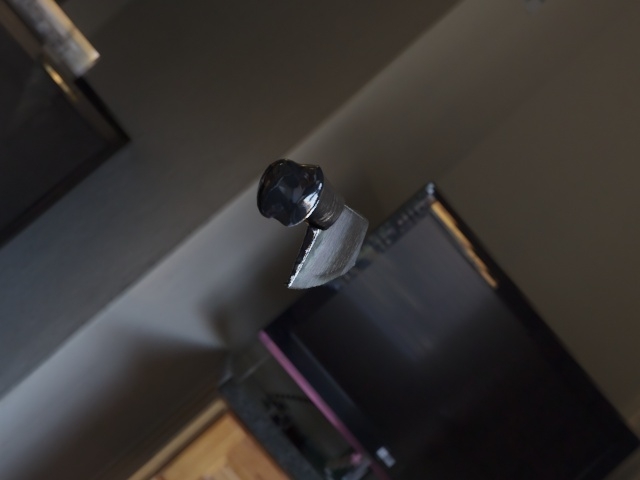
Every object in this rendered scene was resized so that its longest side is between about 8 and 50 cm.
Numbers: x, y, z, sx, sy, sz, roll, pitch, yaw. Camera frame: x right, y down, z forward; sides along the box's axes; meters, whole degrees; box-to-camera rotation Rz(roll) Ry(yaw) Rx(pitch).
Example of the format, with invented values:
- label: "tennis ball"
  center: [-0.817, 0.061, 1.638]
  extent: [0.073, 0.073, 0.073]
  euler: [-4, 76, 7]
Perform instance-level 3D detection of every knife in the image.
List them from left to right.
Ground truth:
- label: "knife"
  center: [0.000, 0.000, 0.634]
  extent: [0.028, 0.060, 0.230]
  euler: [25, 0, 12]
